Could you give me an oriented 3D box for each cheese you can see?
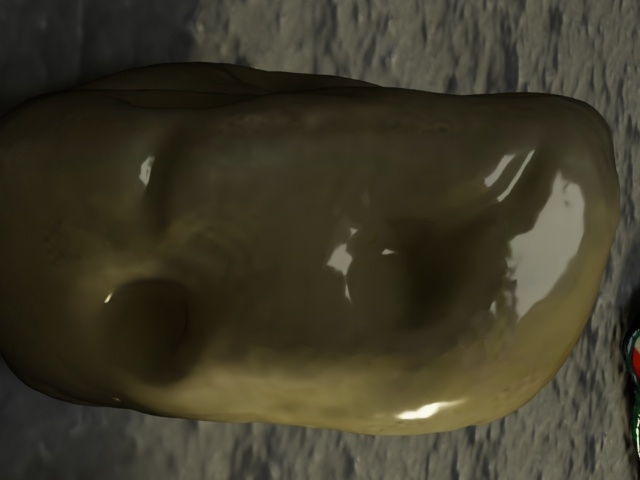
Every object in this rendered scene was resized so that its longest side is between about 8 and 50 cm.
[{"bbox_3d":[0.000,0.000,0.667,0.235,0.218,0.117,-5,99,-36],"label":"cheese"}]

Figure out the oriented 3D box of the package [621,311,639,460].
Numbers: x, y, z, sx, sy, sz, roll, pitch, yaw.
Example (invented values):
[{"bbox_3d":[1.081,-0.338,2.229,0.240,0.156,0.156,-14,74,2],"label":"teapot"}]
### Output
[{"bbox_3d":[0.257,0.054,1.262,0.232,0.040,0.166,-50,138,-39],"label":"package"}]
